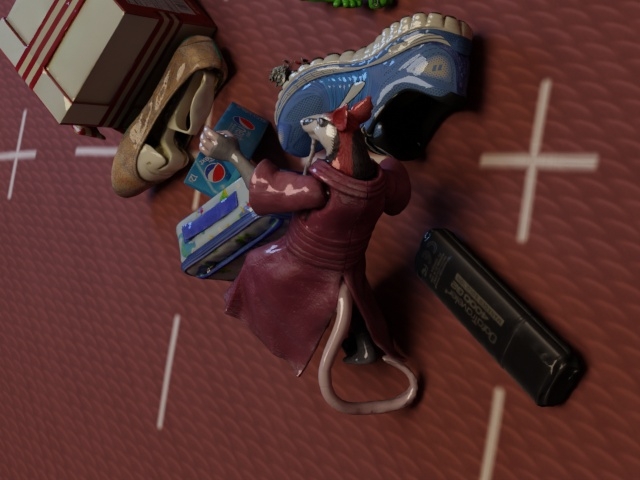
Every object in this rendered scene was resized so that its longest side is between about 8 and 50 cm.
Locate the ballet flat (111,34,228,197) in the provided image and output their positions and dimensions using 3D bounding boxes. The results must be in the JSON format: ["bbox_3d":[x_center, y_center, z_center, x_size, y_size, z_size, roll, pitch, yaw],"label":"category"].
[{"bbox_3d":[-0.243,-0.180,1.935,0.106,0.107,0.316,47,119,37],"label":"ballet flat"}]

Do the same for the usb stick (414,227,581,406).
[{"bbox_3d":[0.197,0.083,1.376,0.278,0.045,0.077,49,127,44],"label":"usb stick"}]

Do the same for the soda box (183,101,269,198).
[{"bbox_3d":[-0.132,-0.129,1.723,0.071,0.067,0.210,-60,4,22],"label":"soda box"}]

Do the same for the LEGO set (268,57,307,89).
[{"bbox_3d":[-0.053,-0.249,1.777,0.083,0.023,0.054,-35,56,41],"label":"LEGO set"}]

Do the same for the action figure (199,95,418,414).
[{"bbox_3d":[0.000,0.000,1.414,0.276,0.248,0.370,-118,31,-42],"label":"action figure"}]

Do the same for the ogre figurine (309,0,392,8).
[{"bbox_3d":[0.024,-0.389,1.668,0.197,0.097,0.118,-143,51,-64],"label":"ogre figurine"}]

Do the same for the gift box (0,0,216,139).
[{"bbox_3d":[-0.345,-0.320,1.983,0.258,0.276,0.255,-52,59,24],"label":"gift box"}]

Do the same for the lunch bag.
[{"bbox_3d":[-0.085,-0.015,1.638,0.219,0.176,0.090,-32,60,41],"label":"lunch bag"}]

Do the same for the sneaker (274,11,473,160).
[{"bbox_3d":[0.058,-0.167,1.539,0.330,0.130,0.147,-23,61,46],"label":"sneaker"}]
